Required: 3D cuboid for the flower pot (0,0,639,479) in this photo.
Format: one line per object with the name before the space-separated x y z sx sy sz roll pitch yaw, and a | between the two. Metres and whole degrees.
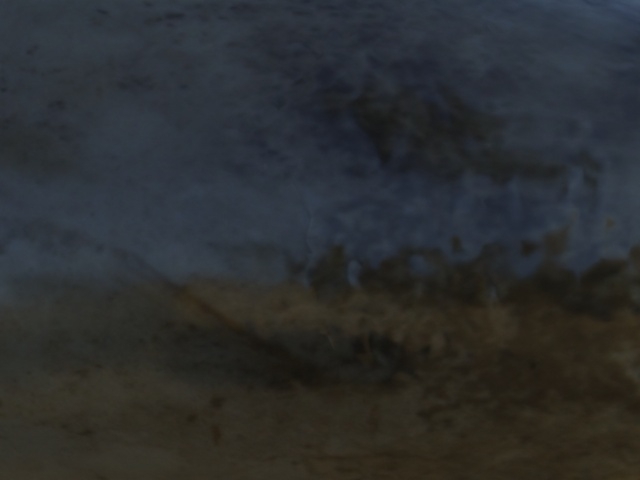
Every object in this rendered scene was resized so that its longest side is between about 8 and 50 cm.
flower pot | 0.000 0.000 0.721 0.330 0.294 0.293 5 22 10
